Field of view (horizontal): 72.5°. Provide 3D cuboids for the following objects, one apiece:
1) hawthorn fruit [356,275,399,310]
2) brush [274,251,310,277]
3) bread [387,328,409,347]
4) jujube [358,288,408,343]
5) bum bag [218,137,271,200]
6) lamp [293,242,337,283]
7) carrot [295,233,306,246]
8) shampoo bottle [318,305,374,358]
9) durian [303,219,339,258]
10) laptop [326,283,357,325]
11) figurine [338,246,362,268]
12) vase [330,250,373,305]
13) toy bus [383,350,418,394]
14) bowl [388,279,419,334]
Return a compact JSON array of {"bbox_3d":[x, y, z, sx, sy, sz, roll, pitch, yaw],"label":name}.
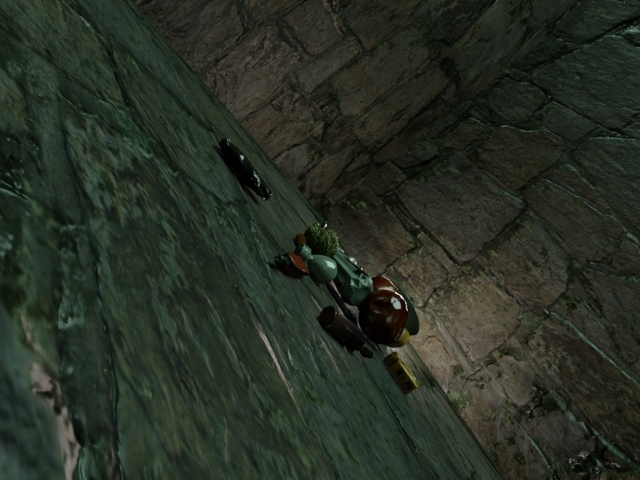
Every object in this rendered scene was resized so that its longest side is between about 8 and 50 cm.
[{"bbox_3d":[0.264,0.291,2.168,0.260,0.224,0.224,7,40,-47],"label":"hawthorn fruit"},{"bbox_3d":[-0.091,0.075,1.346,0.071,0.051,0.323,61,4,15],"label":"brush"},{"bbox_3d":[0.369,0.481,2.199,0.073,0.149,0.122,51,48,-25],"label":"bread"},{"bbox_3d":[0.276,0.336,1.882,0.223,0.223,0.318,55,-2,29],"label":"jujube"},{"bbox_3d":[-0.304,-0.280,1.701,0.326,0.079,0.142,50,-3,13],"label":"bum bag"},{"bbox_3d":[-0.017,0.086,1.648,0.193,0.106,0.106,41,9,-22],"label":"lamp"},{"bbox_3d":[-0.079,0.025,1.811,0.048,0.048,0.216,50,10,-22],"label":"carrot"},{"bbox_3d":[0.084,0.286,1.326,0.236,0.067,0.068,49,-3,-35],"label":"shampoo bottle"},{"bbox_3d":[-0.010,0.006,1.982,0.159,0.146,0.198,-1,41,-48],"label":"durian"},{"bbox_3d":[0.087,0.258,1.818,0.197,0.016,0.135,57,6,38],"label":"laptop"},{"bbox_3d":[0.147,0.129,2.720,0.229,0.112,0.137,40,-7,19],"label":"figurine"},{"bbox_3d":[0.102,0.140,2.016,0.165,0.165,0.360,47,3,-44],"label":"vase"},{"bbox_3d":[0.321,0.530,1.752,0.162,0.069,0.074,55,8,12],"label":"toy bus"},{"bbox_3d":[0.371,0.393,2.356,0.337,0.157,0.337,55,-19,30],"label":"bowl"}]
